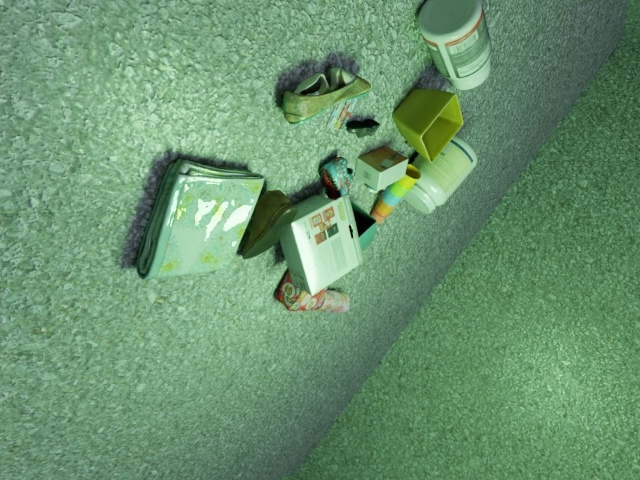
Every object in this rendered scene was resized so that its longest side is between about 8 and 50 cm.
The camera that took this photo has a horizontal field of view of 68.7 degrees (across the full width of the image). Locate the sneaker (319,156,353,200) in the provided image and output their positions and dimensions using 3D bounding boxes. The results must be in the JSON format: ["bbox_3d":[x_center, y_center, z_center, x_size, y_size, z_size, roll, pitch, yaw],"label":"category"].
[{"bbox_3d":[0.091,-0.216,1.789,0.125,0.104,0.261,-46,149,-13],"label":"sneaker"}]

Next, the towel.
[{"bbox_3d":[-0.349,-0.053,1.396,0.321,0.090,0.374,-1,124,-52],"label":"towel"}]

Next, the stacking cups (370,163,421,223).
[{"bbox_3d":[0.324,-0.194,2.062,0.096,0.096,0.316,-24,156,-38],"label":"stacking cups"}]

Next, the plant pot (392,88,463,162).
[{"bbox_3d":[0.412,-0.476,1.852,0.212,0.187,0.212,-51,150,0],"label":"plant pot"}]

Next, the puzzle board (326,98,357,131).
[{"bbox_3d":[0.076,-0.441,1.619,0.096,0.011,0.128,-3,124,-52],"label":"puzzle board"}]

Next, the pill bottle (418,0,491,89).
[{"bbox_3d":[0.500,-0.713,1.696,0.210,0.210,0.363,-54,150,5],"label":"pill bottle"}]

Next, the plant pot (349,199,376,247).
[{"bbox_3d":[0.126,-0.022,1.993,0.165,0.166,0.234,-43,156,-14],"label":"plant pot"}]

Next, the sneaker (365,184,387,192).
[{"bbox_3d":[0.254,-0.255,2.000,0.152,0.058,0.084,-19,142,-48],"label":"sneaker"}]

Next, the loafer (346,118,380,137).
[{"bbox_3d":[0.152,-0.402,1.715,0.170,0.062,0.061,-16,139,-43],"label":"loafer"}]

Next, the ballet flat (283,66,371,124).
[{"bbox_3d":[0.026,-0.466,1.439,0.349,0.123,0.123,-32,144,-29],"label":"ballet flat"}]

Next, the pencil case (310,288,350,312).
[{"bbox_3d":[0.038,0.285,2.242,0.124,0.124,0.284,-57,150,10],"label":"pencil case"}]

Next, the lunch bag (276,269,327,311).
[{"bbox_3d":[-0.033,0.162,2.007,0.258,0.120,0.293,4,118,-55],"label":"lunch bag"}]

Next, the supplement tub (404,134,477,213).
[{"bbox_3d":[0.525,-0.306,2.133,0.324,0.235,0.235,-49,149,-4],"label":"supplement tub"}]

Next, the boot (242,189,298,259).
[{"bbox_3d":[-0.194,-0.051,1.605,0.112,0.115,0.305,-16,153,-51],"label":"boot"}]

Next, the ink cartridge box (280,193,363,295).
[{"bbox_3d":[0.000,0.000,1.758,0.272,0.130,0.309,-29,120,-28],"label":"ink cartridge box"}]

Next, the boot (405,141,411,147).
[{"bbox_3d":[0.424,-0.455,2.037,0.107,0.037,0.114,4,117,-39],"label":"boot"}]

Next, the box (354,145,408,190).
[{"bbox_3d":[0.244,-0.293,1.881,0.171,0.130,0.090,-30,142,-33],"label":"box"}]
